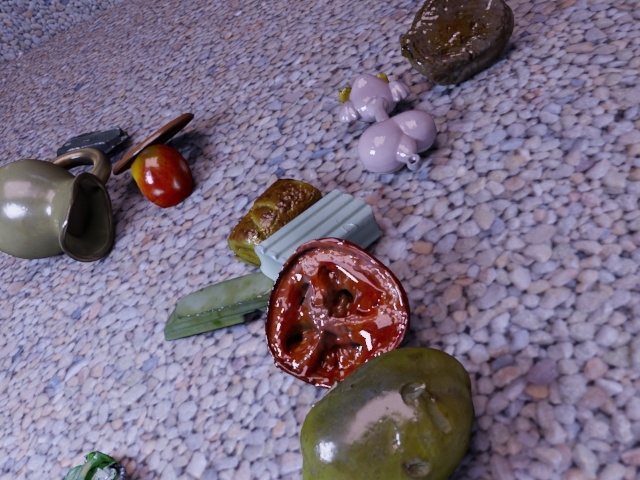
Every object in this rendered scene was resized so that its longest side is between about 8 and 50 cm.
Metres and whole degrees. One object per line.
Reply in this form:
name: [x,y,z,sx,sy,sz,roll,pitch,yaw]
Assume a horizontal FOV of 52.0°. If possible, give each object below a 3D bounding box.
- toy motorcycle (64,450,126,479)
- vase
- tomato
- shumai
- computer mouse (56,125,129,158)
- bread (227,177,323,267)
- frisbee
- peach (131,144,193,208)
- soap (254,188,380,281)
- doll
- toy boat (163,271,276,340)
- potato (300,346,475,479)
toy motorcycle: [-0.386,0.396,1.036,0.190,0.074,0.106,-33,30,3]
vase: [-0.623,-0.106,1.575,0.302,0.241,0.329,2,51,24]
tomato: [0.026,0.114,0.997,0.228,0.101,0.227,-4,76,16]
shumai: [0.272,-0.419,1.370,0.218,0.184,0.185,-47,5,2]
computer mouse: [-0.643,-0.260,1.868,0.231,0.071,0.126,-11,30,11]
bread: [-0.085,-0.033,1.234,0.132,0.103,0.172,13,55,40]
frisbee: [-0.419,-0.244,1.645,0.251,0.021,0.251,-36,12,9]
peach: [-0.368,-0.155,1.534,0.118,0.151,0.151,3,51,52]
soap: [0.000,0.000,1.135,0.198,0.066,0.119,-37,44,-26]
doll: [0.127,-0.243,1.312,0.160,0.094,0.365,-22,42,2]
toy boat: [-0.169,0.116,1.179,0.293,0.055,0.093,-17,40,18]
potato: [0.082,0.234,0.825,0.228,0.148,0.197,-21,27,19]
